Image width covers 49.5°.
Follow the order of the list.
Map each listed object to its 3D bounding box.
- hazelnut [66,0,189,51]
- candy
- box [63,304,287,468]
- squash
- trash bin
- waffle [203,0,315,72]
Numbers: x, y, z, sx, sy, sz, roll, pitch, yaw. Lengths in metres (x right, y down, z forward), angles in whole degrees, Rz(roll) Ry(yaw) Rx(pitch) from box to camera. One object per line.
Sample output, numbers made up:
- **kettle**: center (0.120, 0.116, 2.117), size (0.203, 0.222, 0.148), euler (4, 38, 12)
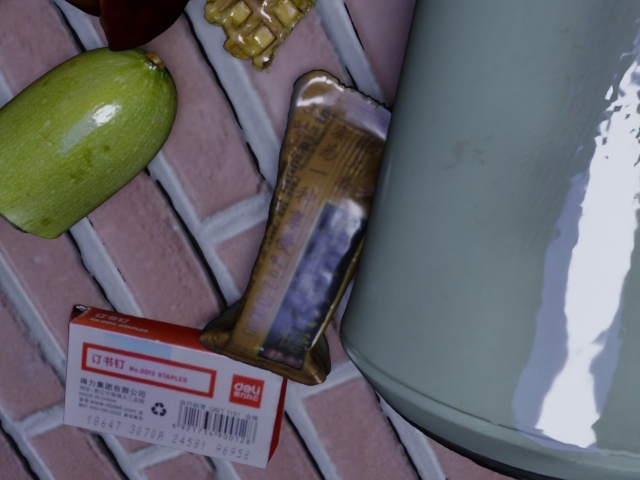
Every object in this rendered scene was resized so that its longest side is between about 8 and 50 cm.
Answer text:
- **hazelnut**: center (-0.166, -0.240, 0.499), size (0.160, 0.170, 0.202), euler (-11, 86, 11)
- **candy**: center (0.000, 0.000, 0.609), size (0.143, 0.101, 0.272), euler (23, 106, -1)
- **box**: center (-0.150, 0.146, 0.700), size (0.229, 0.050, 0.123), euler (11, 108, 3)
- **squash**: center (-0.201, -0.096, 0.588), size (0.186, 0.123, 0.123), euler (-36, 102, 13)
- **trash bin**: center (0.173, -0.059, 0.455), size (0.280, 0.280, 0.433), euler (9, 101, 3)
- **waffle**: center (-0.017, -0.229, 0.555), size (0.160, 0.046, 0.192), euler (11, 111, 3)
